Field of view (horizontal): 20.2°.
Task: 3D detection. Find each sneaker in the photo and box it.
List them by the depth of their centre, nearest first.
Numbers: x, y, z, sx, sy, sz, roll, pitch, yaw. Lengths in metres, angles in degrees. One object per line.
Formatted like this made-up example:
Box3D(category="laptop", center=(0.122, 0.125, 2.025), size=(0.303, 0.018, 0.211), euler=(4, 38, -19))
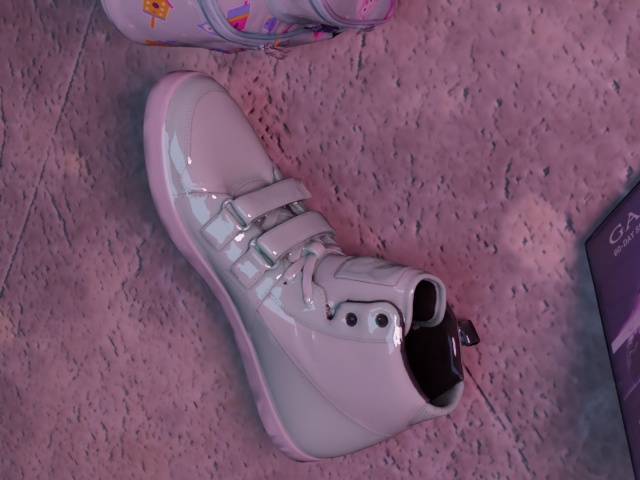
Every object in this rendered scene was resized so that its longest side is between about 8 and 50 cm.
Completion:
Box3D(category="sneaker", center=(0.000, 0.000, 1.066), size=(0.151, 0.094, 0.256), euler=(-19, 98, 42))

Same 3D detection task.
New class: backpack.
Box3D(category="backpack", center=(-0.041, -0.184, 0.999), size=(0.144, 0.188, 0.166), euler=(9, 104, 33))

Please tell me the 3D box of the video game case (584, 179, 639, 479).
Box3D(category="video game case", center=(0.209, 0.024, 0.853), size=(0.026, 0.274, 0.196), euler=(27, 123, -19))
